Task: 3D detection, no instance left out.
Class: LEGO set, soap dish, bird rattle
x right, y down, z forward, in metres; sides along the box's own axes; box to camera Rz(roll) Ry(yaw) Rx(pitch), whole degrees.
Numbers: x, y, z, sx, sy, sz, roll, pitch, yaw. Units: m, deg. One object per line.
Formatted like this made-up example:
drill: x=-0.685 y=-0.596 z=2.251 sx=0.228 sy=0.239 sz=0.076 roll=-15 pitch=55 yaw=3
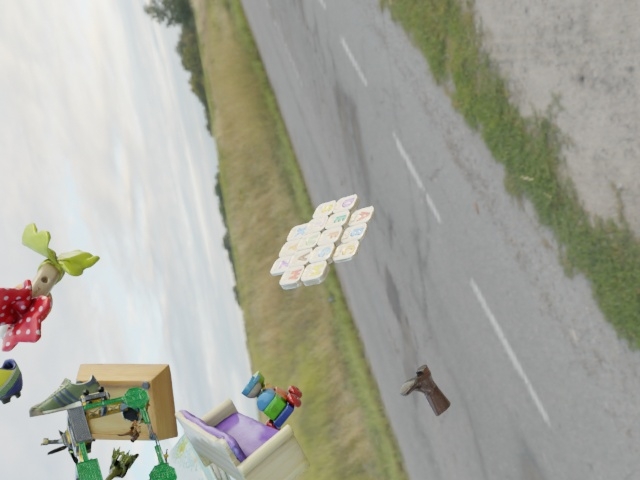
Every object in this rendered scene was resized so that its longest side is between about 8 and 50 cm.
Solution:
LEGO set: x=-0.481 y=0.526 z=1.628 sx=0.331 sy=0.254 sz=0.192 roll=50 pitch=138 yaw=32
soap dish: x=-0.577 y=0.481 z=2.054 sx=0.118 sy=0.290 sz=0.229 roll=-40 pitch=-54 yaw=-75
bird rattle: x=-0.509 y=0.108 z=1.250 sx=0.207 sy=0.143 sz=0.254 roll=-47 pitch=27 yaw=41

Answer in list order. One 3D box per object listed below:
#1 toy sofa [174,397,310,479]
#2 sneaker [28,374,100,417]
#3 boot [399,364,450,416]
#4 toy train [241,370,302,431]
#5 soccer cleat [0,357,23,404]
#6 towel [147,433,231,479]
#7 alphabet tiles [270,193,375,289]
toy sofa: x=-0.196 y=0.471 z=1.662 sx=0.362 sy=0.150 sz=0.177 roll=-2 pitch=117 yaw=60
sneaker: x=-0.700 y=0.421 z=1.904 sx=0.064 sy=0.192 sz=0.086 roll=146 pitch=112 yaw=-66
boot: x=0.230 y=0.344 z=1.508 sx=0.037 sy=0.106 sz=0.114 roll=-19 pitch=104 yaw=52
toy train: x=-0.131 y=0.400 z=1.835 sx=0.143 sy=0.105 sz=0.248 roll=39 pitch=-179 yaw=-1
soccer cleat: x=-0.862 y=0.371 z=1.736 sx=0.289 sy=0.093 sz=0.121 roll=-18 pitch=-80 yaw=-73
towel: x=-0.373 y=0.736 z=1.900 sx=0.090 sy=0.321 sz=0.374 roll=34 pitch=-170 yaw=-39
alphabet tiles: x=0.000 y=0.000 z=1.720 sx=0.021 sy=0.277 sz=0.284 roll=50 pitch=-133 yaw=-29
